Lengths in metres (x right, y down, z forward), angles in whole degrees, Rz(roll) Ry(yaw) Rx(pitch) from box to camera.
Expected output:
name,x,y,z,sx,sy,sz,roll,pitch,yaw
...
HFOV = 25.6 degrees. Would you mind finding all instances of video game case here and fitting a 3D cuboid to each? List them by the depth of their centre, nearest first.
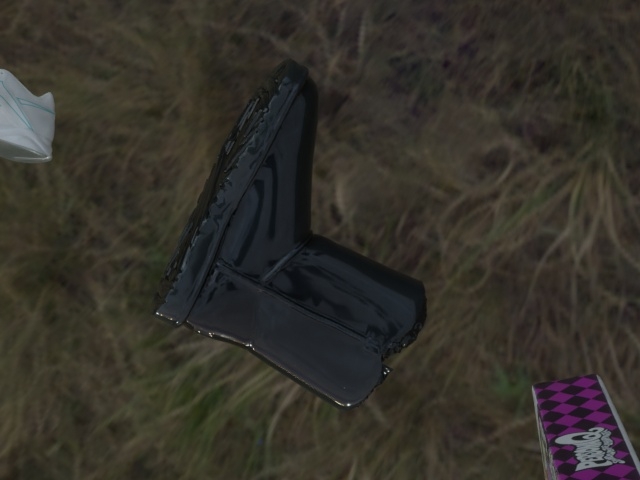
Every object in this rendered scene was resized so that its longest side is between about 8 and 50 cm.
name,x,y,z,sx,sy,sz,roll,pitch,yaw
video game case,0.135,0.190,0.622,0.041,0.232,0.210,-10,100,6

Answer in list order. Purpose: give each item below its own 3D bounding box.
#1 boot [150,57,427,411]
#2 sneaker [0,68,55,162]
name,x,y,z,sx,sy,sz,roll,pitch,yaw
boot,0.000,0.000,1.167,0.207,0.094,0.247,25,94,-16
sneaker,-0.278,-0.111,1.123,0.053,0.152,0.061,-5,70,46
